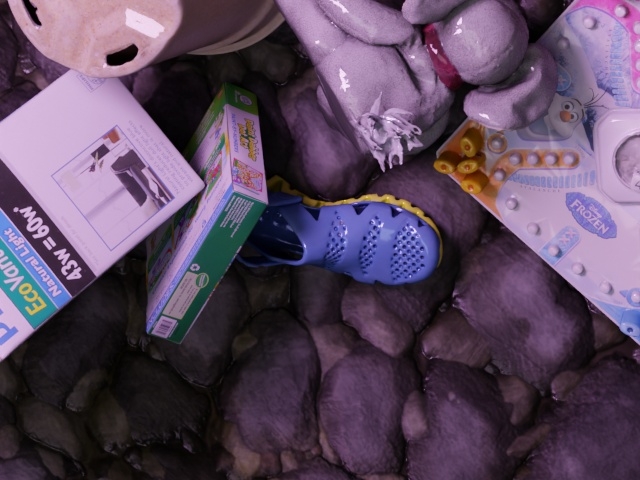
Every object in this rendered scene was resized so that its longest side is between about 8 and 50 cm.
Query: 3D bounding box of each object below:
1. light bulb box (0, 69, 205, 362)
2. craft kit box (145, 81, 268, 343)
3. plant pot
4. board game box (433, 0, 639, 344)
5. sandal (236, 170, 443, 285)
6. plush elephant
[{"bbox_3d":[-0.397,-0.002,2.040,0.225,0.361,0.358,51,148,-5],"label":"light bulb box"},{"bbox_3d":[-0.152,-0.037,2.070,0.061,0.247,0.250,19,124,-23],"label":"craft kit box"},{"bbox_3d":[-0.212,-0.341,1.919,0.333,0.305,0.334,8,115,18],"label":"plant pot"},{"bbox_3d":[0.392,-0.095,1.947,0.390,0.050,0.390,42,120,0],"label":"board game box"},{"bbox_3d":[0.000,0.000,2.089,0.317,0.138,0.126,10,114,15],"label":"sandal"},{"bbox_3d":[0.122,-0.228,1.877,0.255,0.330,0.272,-28,126,-4],"label":"plush elephant"}]
